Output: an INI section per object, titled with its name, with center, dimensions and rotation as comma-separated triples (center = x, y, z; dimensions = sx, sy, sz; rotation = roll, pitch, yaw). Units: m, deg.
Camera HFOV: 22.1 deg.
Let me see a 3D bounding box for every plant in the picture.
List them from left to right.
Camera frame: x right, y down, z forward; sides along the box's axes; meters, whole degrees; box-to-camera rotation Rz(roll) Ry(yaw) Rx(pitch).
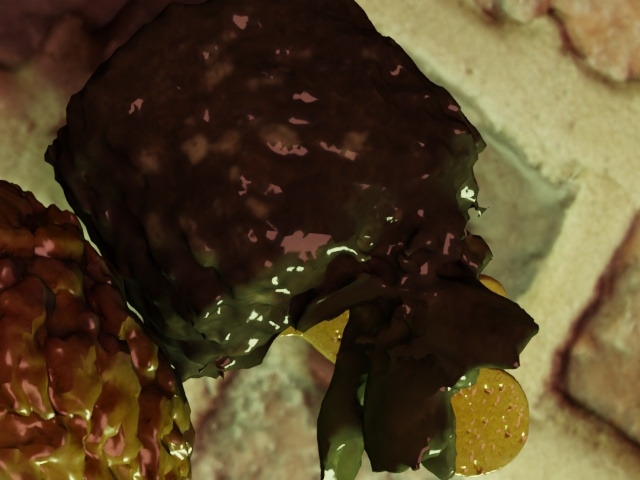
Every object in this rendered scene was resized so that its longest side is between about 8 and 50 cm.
[plant]
center = 0.000, 0.000, 0.979
dimensions = 0.213, 0.215, 0.312
rotation = -40, 84, -25

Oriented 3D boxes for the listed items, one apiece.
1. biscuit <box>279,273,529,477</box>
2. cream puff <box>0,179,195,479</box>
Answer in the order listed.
[biscuit]
center = 0.059, 0.072, 1.150
dimensions = 0.158, 0.035, 0.240
rotation = -42, 110, -7
[cream puff]
center = -0.187, 0.116, 0.908
dimensions = 0.231, 0.327, 0.343
rotation = -24, 72, -8
